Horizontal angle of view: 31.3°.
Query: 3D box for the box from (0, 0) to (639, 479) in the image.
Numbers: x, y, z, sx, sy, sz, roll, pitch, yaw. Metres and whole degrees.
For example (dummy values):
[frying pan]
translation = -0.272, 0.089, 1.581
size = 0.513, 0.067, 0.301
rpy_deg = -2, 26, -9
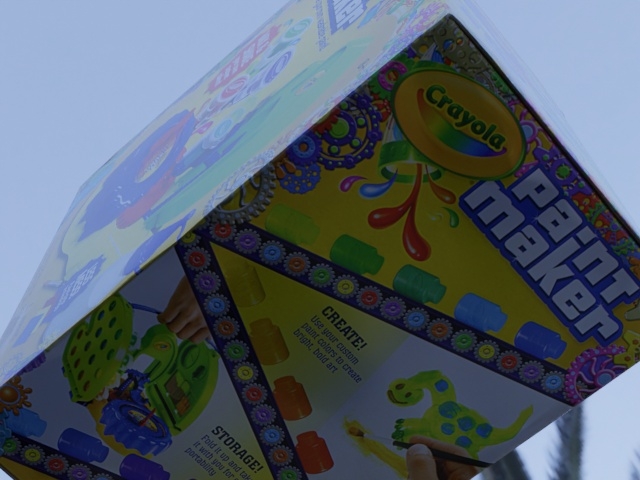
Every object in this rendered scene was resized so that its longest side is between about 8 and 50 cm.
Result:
[box]
translation = 0.000, 0.000, 0.612
size = 0.279, 0.290, 0.177
rpy_deg = -38, -72, 14
